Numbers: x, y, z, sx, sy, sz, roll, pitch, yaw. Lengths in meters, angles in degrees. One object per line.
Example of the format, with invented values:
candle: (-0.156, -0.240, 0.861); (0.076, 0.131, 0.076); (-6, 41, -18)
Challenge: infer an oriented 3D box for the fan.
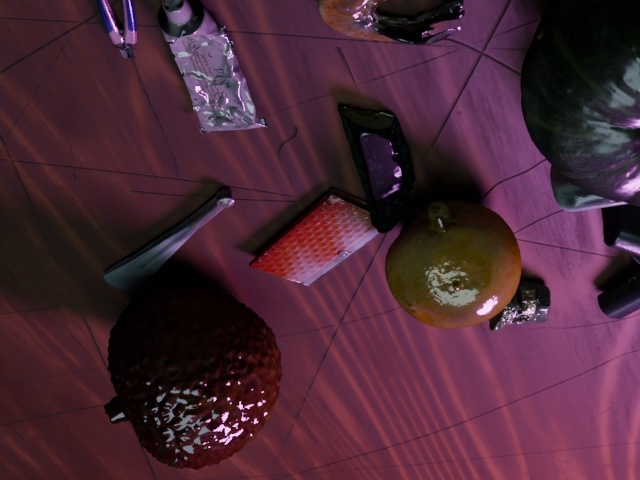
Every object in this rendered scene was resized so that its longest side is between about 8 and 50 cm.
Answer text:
fan: (-0.202, 0.001, 1.986); (0.057, 0.023, 0.282); (29, 138, -22)

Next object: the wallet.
wallet: (0.000, 0.000, 1.978); (0.103, 0.020, 0.196); (22, 140, -28)

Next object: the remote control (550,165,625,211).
remote control: (0.413, -0.090, 1.732); (0.296, 0.140, 0.056); (-10, 110, 14)

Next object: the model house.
model house: (0.279, 0.091, 2.064); (0.083, 0.066, 0.079); (6, 147, -9)

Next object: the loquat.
loquat: (0.165, 0.023, 1.896); (0.172, 0.149, 0.204); (-5, 134, 17)

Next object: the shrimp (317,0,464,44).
shrimp: (0.093, -0.265, 1.561); (0.152, 0.046, 0.219); (18, 146, -21)

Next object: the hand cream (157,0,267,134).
hand cream: (-0.130, -0.197, 1.670); (0.084, 0.050, 0.257); (-5, 152, 12)

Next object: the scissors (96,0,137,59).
scissors: (-0.219, -0.236, 1.643); (0.039, 0.012, 0.113); (0, 146, 2)

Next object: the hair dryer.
hair dryer: (0.416, 0.029, 1.949); (0.244, 0.116, 0.302); (17, 150, -18)

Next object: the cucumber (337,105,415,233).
cucumber: (0.078, -0.084, 1.825); (0.070, 0.046, 0.220); (-14, 140, 4)

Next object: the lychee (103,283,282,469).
lychee: (-0.176, 0.181, 2.058); (0.260, 0.261, 0.261); (1, 146, 1)

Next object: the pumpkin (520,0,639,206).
pumpkin: (0.358, -0.174, 1.556); (0.300, 0.207, 0.300); (5, 134, 5)
